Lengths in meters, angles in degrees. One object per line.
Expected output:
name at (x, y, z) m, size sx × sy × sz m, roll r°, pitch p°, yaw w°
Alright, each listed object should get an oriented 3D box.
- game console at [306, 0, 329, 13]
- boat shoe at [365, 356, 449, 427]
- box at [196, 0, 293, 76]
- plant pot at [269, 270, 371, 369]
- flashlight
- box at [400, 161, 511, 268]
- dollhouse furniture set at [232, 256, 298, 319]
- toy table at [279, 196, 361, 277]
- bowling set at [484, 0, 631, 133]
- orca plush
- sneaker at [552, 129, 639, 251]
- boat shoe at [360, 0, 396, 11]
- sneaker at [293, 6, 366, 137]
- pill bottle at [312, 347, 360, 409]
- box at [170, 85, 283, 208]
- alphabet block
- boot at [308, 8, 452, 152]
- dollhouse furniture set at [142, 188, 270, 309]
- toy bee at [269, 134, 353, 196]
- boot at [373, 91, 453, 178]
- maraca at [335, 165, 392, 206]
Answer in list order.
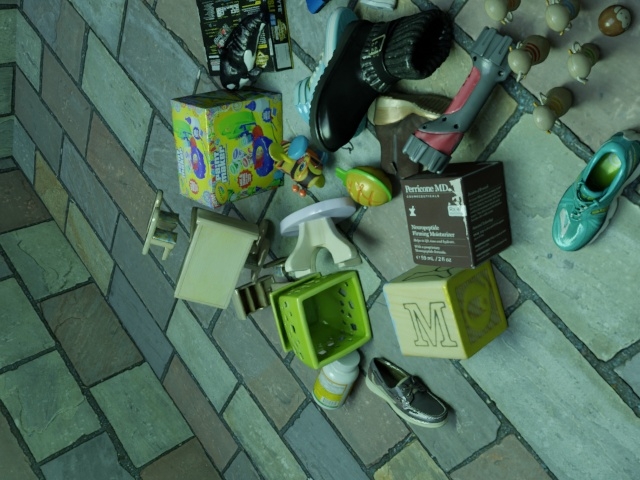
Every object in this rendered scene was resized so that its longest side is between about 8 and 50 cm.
game console at (0.039, -0.728, 1.477) m, size 0.250 × 0.173 × 0.293 m, roll -148°, pitch 44°, yaw -76°
boat shoe at (0.239, 0.425, 1.745) m, size 0.285 × 0.102 × 0.093 m, roll 28°, pitch 132°, yaw 44°
box at (-0.226, -0.613, 1.782) m, size 0.321 × 0.079 × 0.257 m, roll 11°, pitch 117°, yaw 44°
plant pot at (-0.014, 0.222, 1.836) m, size 0.207 × 0.228 × 0.227 m, roll 3°, pitch 111°, yaw 53°
flashlight at (0.289, -0.291, 1.283) m, size 0.304 × 0.103 × 0.103 m, roll -61°, pitch 28°, yaw 17°
box at (0.307, -0.061, 1.389) m, size 0.168 × 0.167 × 0.203 m, roll 3°, pitch 110°, yaw 47°
dollhouse furniture set at (-0.155, 0.181, 2.010) m, size 0.242 × 0.161 × 0.212 m, roll -8°, pitch 102°, yaw 49°
toy table at (0.000, 0.000, 1.714) m, size 0.274 × 0.252 × 0.161 m, roll -31°, pitch 68°, yaw 60°
bowling set at (0.432, -0.363, 1.101) m, size 0.199 × 0.154 × 0.287 m, roll -26°, pitch 100°, yaw 43°
orca plush at (-0.227, -0.515, 1.691) m, size 0.287 × 0.102 × 0.151 m, roll -31°, pitch 85°, yaw 49°
sneaker at (0.518, -0.090, 1.190) m, size 0.107 × 0.110 × 0.275 m, roll 40°, pitch 134°, yaw 28°
boat shoe at (0.137, -0.564, 1.447) m, size 0.100 × 0.035 × 0.035 m, roll 28°, pitch 99°, yaw 41°
sneaker at (0.005, -0.428, 1.580) m, size 0.208 × 0.127 × 0.319 m, roll 17°, pitch 119°, yaw 40°
pill bottle at (0.053, 0.425, 1.932) m, size 0.117 × 0.117 × 0.209 m, roll 42°, pitch 134°, yaw 27°
box at (-0.269, -0.284, 1.826) m, size 0.177 × 0.279 × 0.290 m, roll 23°, pitch 124°, yaw 40°
alphabet block at (0.300, 0.159, 1.485) m, size 0.197 × 0.192 × 0.194 m, roll -8°, pitch 103°, yaw 50°
boot at (0.128, -0.354, 1.382) m, size 0.260 × 0.131 × 0.348 m, roll 17°, pitch 87°, yaw 44°
dollhouse furniture set at (-0.319, -0.024, 1.838) m, size 0.394 × 0.361 × 0.257 m, roll -107°, pitch 38°, yaw -60°
toy bee at (-0.057, -0.205, 1.689) m, size 0.195 × 0.162 × 0.298 m, roll 27°, pitch 170°, yaw -12°
boot at (0.236, -0.240, 1.471) m, size 0.248 × 0.090 × 0.207 m, roll 23°, pitch 135°, yaw 38°
maraca at (0.112, -0.146, 1.611) m, size 0.185 × 0.099 × 0.127 m, roll 21°, pitch 156°, yaw 47°
